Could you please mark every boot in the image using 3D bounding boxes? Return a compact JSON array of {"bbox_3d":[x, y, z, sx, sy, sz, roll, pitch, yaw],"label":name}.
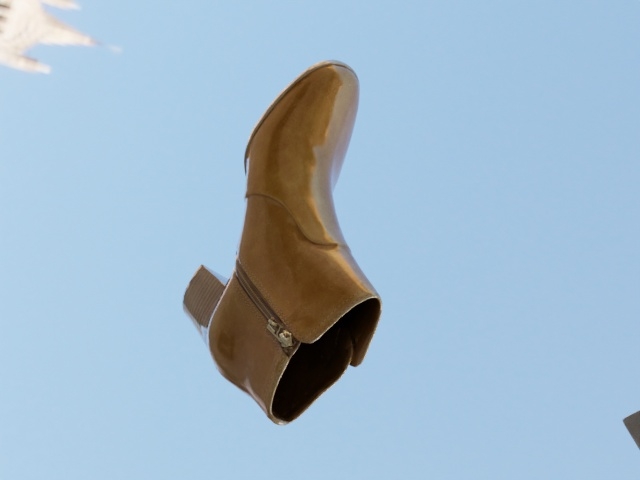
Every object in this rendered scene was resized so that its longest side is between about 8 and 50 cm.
[{"bbox_3d":[-0.001,0.000,1.175,0.211,0.104,0.295,36,-81,51],"label":"boot"}]

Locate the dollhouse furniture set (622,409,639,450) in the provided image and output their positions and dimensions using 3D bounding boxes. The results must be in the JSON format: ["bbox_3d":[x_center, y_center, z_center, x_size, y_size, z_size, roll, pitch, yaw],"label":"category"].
[{"bbox_3d":[0.441,0.104,1.278,0.135,0.262,0.259,59,-32,9],"label":"dollhouse furniture set"}]
